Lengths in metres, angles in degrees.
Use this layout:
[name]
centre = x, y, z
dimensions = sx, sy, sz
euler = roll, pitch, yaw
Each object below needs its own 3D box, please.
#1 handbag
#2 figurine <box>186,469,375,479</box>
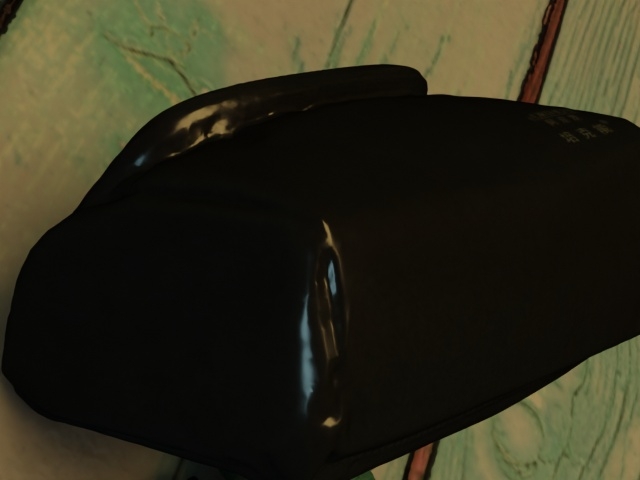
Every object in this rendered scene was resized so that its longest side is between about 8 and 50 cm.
[handbag]
centre = 0.001, -0.003, 0.762
dimensions = 0.302, 0.275, 0.178
euler = -17, 110, -45
[figurine]
centre = -0.042, 0.158, 0.779
dimensions = 0.138, 0.110, 0.245
euler = 52, 40, -13
